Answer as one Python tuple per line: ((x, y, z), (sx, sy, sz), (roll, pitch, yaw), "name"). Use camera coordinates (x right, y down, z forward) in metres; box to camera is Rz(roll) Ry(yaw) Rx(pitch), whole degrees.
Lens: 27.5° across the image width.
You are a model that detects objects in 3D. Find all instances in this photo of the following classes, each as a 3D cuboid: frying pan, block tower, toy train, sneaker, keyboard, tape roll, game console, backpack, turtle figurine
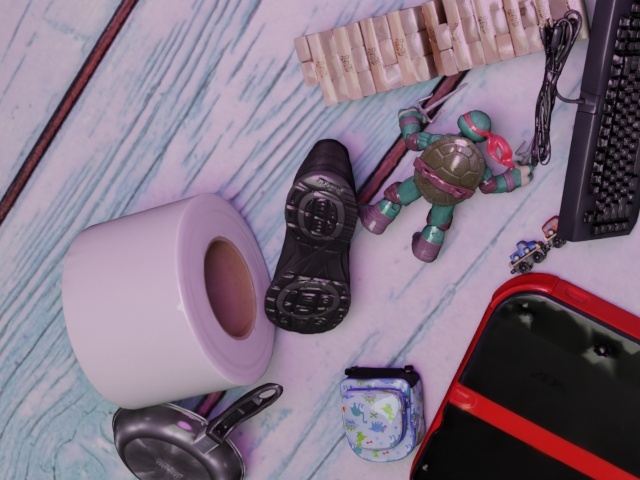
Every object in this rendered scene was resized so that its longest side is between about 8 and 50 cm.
((-0.144, 0.281, 1.727), (0.326, 0.053, 0.197), (-9, 128, 35), "frying pan")
((0.146, -0.238, 1.516), (0.335, 0.097, 0.091), (-11, 100, 24), "block tower")
((0.284, -0.012, 1.558), (0.158, 0.027, 0.036), (-40, 84, 24), "toy train")
((0.000, 0.000, 1.628), (0.109, 0.130, 0.286), (13, 131, -2), "sneaker")
((0.308, -0.151, 1.435), (0.033, 0.201, 0.317), (29, 118, 53), "keyboard")
((-0.184, 0.077, 1.636), (0.169, 0.246, 0.246), (-15, 98, 24), "tape roll")
((0.335, 0.254, 1.594), (0.386, 0.060, 0.342), (27, 113, 13), "game console")
((0.077, 0.225, 1.665), (0.105, 0.084, 0.114), (-3, 105, 23), "backpack")
((0.150, -0.089, 1.545), (0.175, 0.118, 0.234), (39, 119, 7), "turtle figurine")
